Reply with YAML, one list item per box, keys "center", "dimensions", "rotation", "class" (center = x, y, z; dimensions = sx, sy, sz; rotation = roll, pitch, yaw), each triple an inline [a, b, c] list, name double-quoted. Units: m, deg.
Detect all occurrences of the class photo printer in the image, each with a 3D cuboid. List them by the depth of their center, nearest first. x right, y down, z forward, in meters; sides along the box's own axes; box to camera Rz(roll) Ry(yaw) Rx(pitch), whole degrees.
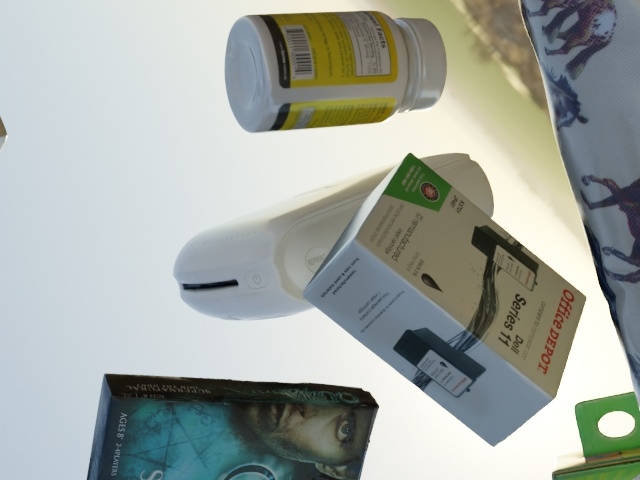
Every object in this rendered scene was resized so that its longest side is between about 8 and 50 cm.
- center: [0.000, 0.000, 1.237]
  dimensions: [0.256, 0.307, 0.107]
  rotation: [-8, 102, 58]
  class: "photo printer"

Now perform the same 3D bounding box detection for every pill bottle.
- center: [0.017, -0.175, 1.153]
  dimensions: [0.208, 0.119, 0.119]
  rotation: [-7, -141, -25]
  class: "pill bottle"

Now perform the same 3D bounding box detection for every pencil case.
- center: [0.257, -0.035, 0.716]
  dimensions: [0.160, 0.183, 0.410]
  rotation: [-83, -25, -82]
  class: "pencil case"

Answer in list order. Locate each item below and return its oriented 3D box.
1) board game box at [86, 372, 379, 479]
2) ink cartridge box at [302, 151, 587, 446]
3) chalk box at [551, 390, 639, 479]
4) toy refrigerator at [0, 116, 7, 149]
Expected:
- center: [-0.052, 0.152, 0.526]
  dimensions: [0.126, 0.186, 0.026]
  rotation: [5, -161, -21]
  class: "board game box"
- center: [0.111, 0.048, 0.948]
  dimensions: [0.208, 0.087, 0.153]
  rotation: [39, -141, -4]
  class: "ink cartridge box"
- center: [0.276, 0.241, 0.975]
  dimensions: [0.132, 0.132, 0.213]
  rotation: [17, -120, -77]
  class: "chalk box"
- center: [-0.393, -0.180, 1.074]
  dimensions: [0.094, 0.102, 0.269]
  rotation: [-11, -114, -39]
  class: "toy refrigerator"
